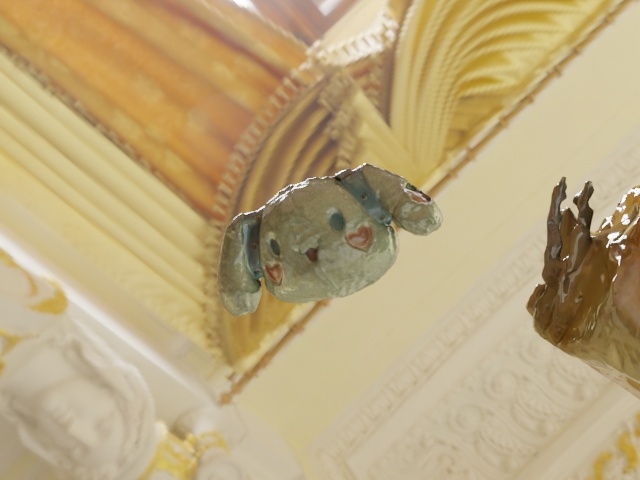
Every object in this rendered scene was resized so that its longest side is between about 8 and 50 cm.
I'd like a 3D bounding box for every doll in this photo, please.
[{"bbox_3d":[0.000,0.000,0.891,0.214,0.103,0.071,-21,179,23],"label":"doll"}]

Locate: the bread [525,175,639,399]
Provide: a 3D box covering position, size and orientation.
[{"bbox_3d":[0.309,0.056,0.646,0.183,0.236,0.388,-61,-147,-2],"label":"bread"}]
